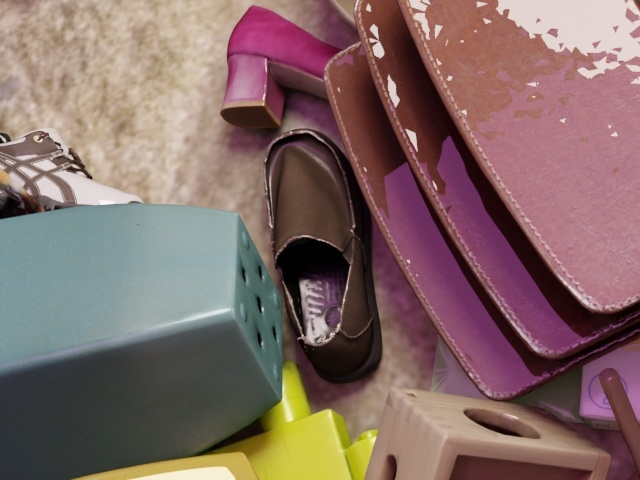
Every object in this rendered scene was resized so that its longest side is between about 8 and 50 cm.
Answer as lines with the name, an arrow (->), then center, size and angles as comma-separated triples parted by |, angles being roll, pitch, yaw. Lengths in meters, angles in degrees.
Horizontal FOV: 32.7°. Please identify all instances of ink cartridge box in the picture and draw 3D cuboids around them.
ink cartridge box -> 0.200, 0.050, 0.798 | 0.235, 0.056, 0.171 | 5, 74, 17

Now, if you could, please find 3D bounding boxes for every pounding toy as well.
pounding toy -> 0.140, 0.156, 0.731 | 0.094, 0.206, 0.181 | 34, 110, 65

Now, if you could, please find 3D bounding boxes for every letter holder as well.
letter holder -> 0.124, -0.069, 0.736 | 0.214, 0.152, 0.302 | -28, 71, 7

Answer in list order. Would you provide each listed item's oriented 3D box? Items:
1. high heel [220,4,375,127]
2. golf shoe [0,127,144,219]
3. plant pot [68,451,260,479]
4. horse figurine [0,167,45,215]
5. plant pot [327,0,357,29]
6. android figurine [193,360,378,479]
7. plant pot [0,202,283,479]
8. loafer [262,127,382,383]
high heel -> 0.034, -0.154, 0.917 | 0.244, 0.082, 0.117 | -1, 65, 24
golf shoe -> -0.235, -0.057, 0.964 | 0.198, 0.077, 0.094 | 10, 74, 20
plant pot -> -0.093, 0.254, 0.681 | 0.187, 0.212, 0.212 | -25, 62, -10
horse figurine -> -0.291, 0.008, 0.928 | 0.263, 0.174, 0.066 | -6, 60, 28
plant pot -> 0.072, -0.341, 0.890 | 0.256, 0.256, 0.274 | -29, 49, 7
android figurine -> -0.041, 0.234, 0.811 | 0.248, 0.056, 0.273 | -19, 65, 10
plant pot -> -0.153, 0.073, 0.810 | 0.234, 0.166, 0.165 | -15, 43, 11
loafer -> 0.000, 0.000, 0.865 | 0.080, 0.078, 0.220 | -20, 67, 11
